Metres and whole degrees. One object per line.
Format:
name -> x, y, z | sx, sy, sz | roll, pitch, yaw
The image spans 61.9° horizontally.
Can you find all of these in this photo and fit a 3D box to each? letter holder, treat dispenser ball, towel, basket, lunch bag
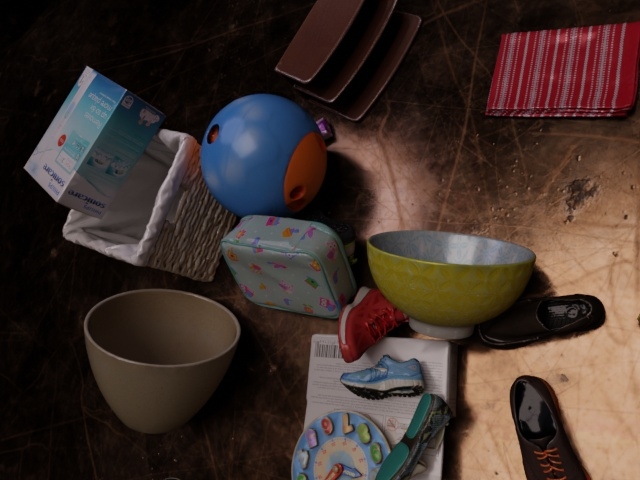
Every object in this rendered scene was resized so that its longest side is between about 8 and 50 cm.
letter holder -> 0.074, -0.469, 1.284 | 0.214, 0.152, 0.302 | 33, 92, 33
treat dispenser ball -> -0.127, -0.185, 1.219 | 0.288, 0.288, 0.288 | -11, 68, 28
towel -> 0.481, -0.339, 1.063 | 0.274, 0.031, 0.199 | 8, 77, 33
basket -> -0.418, -0.093, 1.378 | 0.331, 0.266, 0.328 | 15, 81, 33
lunch bag -> -0.069, 0.059, 1.147 | 0.279, 0.224, 0.108 | 7, 47, 34

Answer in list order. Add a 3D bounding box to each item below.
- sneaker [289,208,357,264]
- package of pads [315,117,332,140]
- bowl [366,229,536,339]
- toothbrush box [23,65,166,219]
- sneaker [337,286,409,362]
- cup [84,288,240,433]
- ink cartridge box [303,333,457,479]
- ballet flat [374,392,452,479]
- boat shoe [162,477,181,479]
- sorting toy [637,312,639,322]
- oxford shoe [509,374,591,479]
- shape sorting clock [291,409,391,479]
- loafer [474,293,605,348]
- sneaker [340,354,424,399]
sneaker -> 0.000, 0.000, 1.202 | 0.084, 0.097, 0.234 | -24, 28, -23
package of pads -> -0.015, -0.265, 1.336 | 0.083, 0.032, 0.050 | -25, 65, 22
bowl -> 0.220, 0.082, 0.951 | 0.289, 0.289, 0.156 | 11, 104, 34
toothbrush box -> -0.538, -0.233, 1.269 | 0.216, 0.126, 0.296 | 34, 93, 36
sneaker -> 0.117, 0.148, 1.020 | 0.128, 0.087, 0.221 | -8, 26, 23
cup -> -0.363, 0.287, 1.212 | 0.331, 0.331, 0.237 | 27, 115, 35
ink cartridge box -> 0.109, 0.319, 1.033 | 0.296, 0.066, 0.261 | -3, 72, 31
ballet flat -> 0.164, 0.354, 0.906 | 0.070, 0.070, 0.188 | 30, 86, 35
boat shoe -> -0.332, 0.578, 1.225 | 0.125, 0.038, 0.046 | 8, 77, 33
sorting toy -> 0.646, 0.100, 0.806 | 0.307, 0.041, 0.229 | -14, 71, 27
oxford shoe -> 0.360, 0.351, 0.849 | 0.096, 0.098, 0.271 | -25, 62, 22
shape sorting clock -> 0.036, 0.416, 0.973 | 0.206, 0.040, 0.206 | -10, 67, 24
loafer -> 0.373, 0.132, 0.931 | 0.220, 0.078, 0.080 | -21, 63, 24
sneaker -> 0.115, 0.250, 0.990 | 0.162, 0.063, 0.073 | -9, 51, 24
